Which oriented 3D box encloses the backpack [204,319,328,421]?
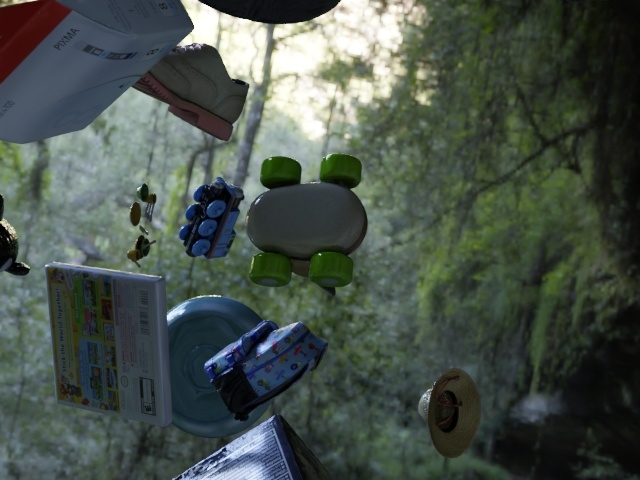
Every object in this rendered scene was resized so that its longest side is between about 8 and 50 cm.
[{"bbox_3d":[-0.080,0.194,1.574,0.173,0.117,0.158,-36,-1,31],"label":"backpack"}]

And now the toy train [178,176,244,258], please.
[{"bbox_3d":[-0.216,-0.044,1.952,0.105,0.184,0.080,-8,43,-44],"label":"toy train"}]

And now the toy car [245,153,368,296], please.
[{"bbox_3d":[0.000,0.000,1.215,0.149,0.155,0.188,-1,-21,16],"label":"toy car"}]

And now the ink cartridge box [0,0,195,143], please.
[{"bbox_3d":[-0.402,-0.233,1.376,0.308,0.091,0.385,-31,1,35],"label":"ink cartridge box"}]

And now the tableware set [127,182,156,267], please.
[{"bbox_3d":[-0.349,-0.029,1.893,0.024,0.154,0.104,4,-22,15],"label":"tableware set"}]

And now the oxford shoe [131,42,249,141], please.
[{"bbox_3d":[-0.276,-0.326,1.816,0.140,0.146,0.397,29,-1,30],"label":"oxford shoe"}]

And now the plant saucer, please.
[{"bbox_3d":[-0.248,0.281,2.132,0.317,0.317,0.044,11,0,10],"label":"plant saucer"}]

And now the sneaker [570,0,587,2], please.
[{"bbox_3d":[0.349,-0.432,1.509,0.296,0.104,0.147,17,19,34],"label":"sneaker"}]

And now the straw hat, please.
[{"bbox_3d":[0.190,0.269,1.531,0.061,0.144,0.144,1,-11,45],"label":"straw hat"}]

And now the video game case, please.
[{"bbox_3d":[-0.316,0.153,1.436,0.206,0.227,0.026,6,16,25],"label":"video game case"}]

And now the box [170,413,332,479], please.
[{"bbox_3d":[-0.104,0.458,1.337,0.183,0.296,0.294,56,4,-34],"label":"box"}]

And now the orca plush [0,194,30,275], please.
[{"bbox_3d":[-0.459,-0.019,1.266,0.151,0.102,0.287,19,3,4],"label":"orca plush"}]

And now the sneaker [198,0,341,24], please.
[{"bbox_3d":[-0.174,-0.388,0.986,0.447,0.169,0.257,17,28,-28],"label":"sneaker"}]
